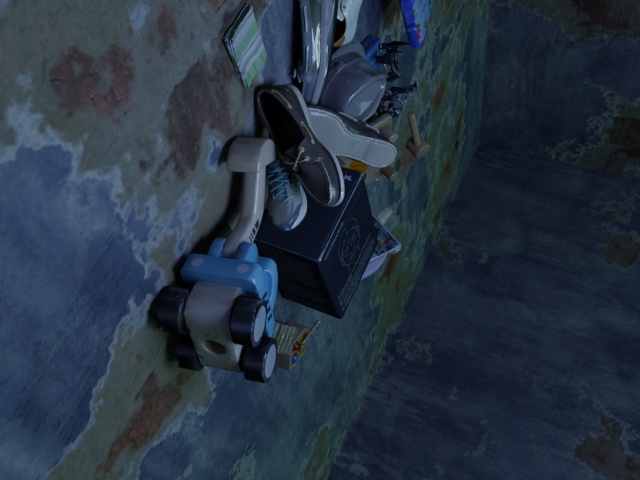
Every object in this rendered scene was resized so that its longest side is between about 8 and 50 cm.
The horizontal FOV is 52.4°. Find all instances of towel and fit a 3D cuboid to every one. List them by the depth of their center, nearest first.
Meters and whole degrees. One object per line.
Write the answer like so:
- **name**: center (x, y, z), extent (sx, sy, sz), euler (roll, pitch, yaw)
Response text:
- **towel**: center (-0.157, -0.423, 1.423), extent (0.113, 0.023, 0.152), euler (-62, 157, -22)

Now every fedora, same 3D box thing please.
- **fedora**: center (0.096, -0.424, 1.847), extent (0.275, 0.124, 0.243), euler (-43, 147, -31)

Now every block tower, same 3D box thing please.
- **block tower**: center (-0.166, 0.265, 1.860), extent (0.097, 0.091, 0.335), euler (-69, 159, -7)

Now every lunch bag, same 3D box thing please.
- **lunch bag**: center (0.291, -0.758, 1.996), extent (0.221, 0.138, 0.293), euler (58, 33, -64)

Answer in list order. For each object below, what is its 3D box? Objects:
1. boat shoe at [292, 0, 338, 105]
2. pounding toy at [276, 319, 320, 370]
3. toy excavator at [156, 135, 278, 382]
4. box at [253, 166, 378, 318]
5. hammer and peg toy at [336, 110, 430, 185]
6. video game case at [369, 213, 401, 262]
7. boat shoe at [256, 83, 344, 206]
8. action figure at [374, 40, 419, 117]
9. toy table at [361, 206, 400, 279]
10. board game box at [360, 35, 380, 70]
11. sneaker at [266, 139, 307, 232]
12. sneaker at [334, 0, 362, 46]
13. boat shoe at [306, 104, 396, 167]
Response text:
- **boat shoe**: center (-0.023, -0.485, 1.631), extent (0.118, 0.103, 0.320), euler (-76, 176, -53)
- **pounding toy**: center (-0.081, 0.329, 2.107), extent (0.141, 0.100, 0.130), euler (-43, 145, -52)
- **toy excavator**: center (-0.193, 0.040, 1.516), extent (0.432, 0.223, 0.445), euler (83, 18, -46)
- **box**: center (0.000, 0.000, 1.891), extent (0.293, 0.212, 0.395), euler (-62, 158, -23)
- **hammer and peg toy**: center (0.157, -0.273, 1.980), extent (0.361, 0.127, 0.266), euler (-33, 150, -12)
- **video game case**: center (0.137, -0.015, 2.160), extent (0.184, 0.201, 0.023), euler (-25, 150, -28)
- **boat shoe**: center (-0.051, -0.221, 1.538), extent (0.097, 0.117, 0.324), euler (-20, 84, -53)
- **action figure**: center (0.236, -0.479, 2.065), extent (0.164, 0.141, 0.275), euler (-67, 161, -50)
- **toy table**: center (0.152, 0.006, 2.265), extent (0.274, 0.252, 0.160), euler (-55, 168, -38)
- **board game box**: center (0.137, -0.511, 2.051), extent (0.160, 0.047, 0.210), euler (-54, 152, -40)
- **sneaker**: center (-0.103, -0.156, 1.627), extent (0.122, 0.110, 0.282), euler (46, 39, -55)
- **sneaker**: center (0.059, -0.638, 1.672), extent (0.123, 0.106, 0.290), euler (-48, 150, -52)
- **boat shoe**: center (0.053, -0.284, 1.736), extent (0.335, 0.095, 0.112), euler (18, 116, -32)
